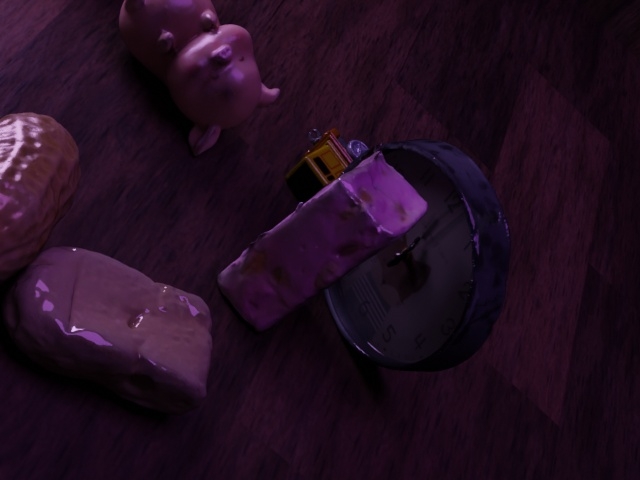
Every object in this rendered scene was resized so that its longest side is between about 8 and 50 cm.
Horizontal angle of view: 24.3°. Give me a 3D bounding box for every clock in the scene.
[{"bbox_3d":[0.121,0.022,2.036,0.067,0.325,0.325,-2,57,-41],"label":"clock"}]

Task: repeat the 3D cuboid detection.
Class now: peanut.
[{"bbox_3d":[-0.368,-0.044,1.675,0.153,0.140,0.325,21,33,6],"label":"peanut"}]

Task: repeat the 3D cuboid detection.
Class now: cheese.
[{"bbox_3d":[-0.244,0.103,1.720,0.263,0.093,0.159,28,35,-28],"label":"cheese"}]

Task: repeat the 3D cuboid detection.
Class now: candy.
[{"bbox_3d":[0.000,0.000,1.962,0.116,0.265,0.155,52,32,-3],"label":"candy"}]

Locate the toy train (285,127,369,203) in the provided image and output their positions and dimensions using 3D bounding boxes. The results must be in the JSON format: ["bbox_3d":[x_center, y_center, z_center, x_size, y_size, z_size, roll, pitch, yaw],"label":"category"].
[{"bbox_3d":[0.036,-0.073,2.253,0.127,0.089,0.219,-29,81,-47],"label":"toy train"}]

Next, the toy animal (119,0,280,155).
[{"bbox_3d":[-0.185,-0.267,2.127,0.250,0.166,0.154,54,-9,0],"label":"toy animal"}]
